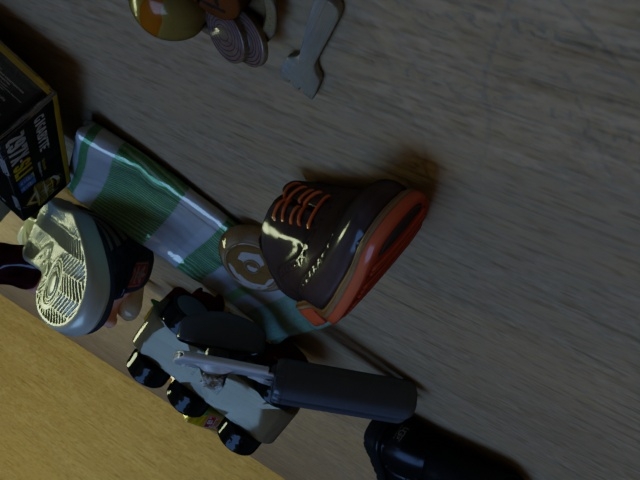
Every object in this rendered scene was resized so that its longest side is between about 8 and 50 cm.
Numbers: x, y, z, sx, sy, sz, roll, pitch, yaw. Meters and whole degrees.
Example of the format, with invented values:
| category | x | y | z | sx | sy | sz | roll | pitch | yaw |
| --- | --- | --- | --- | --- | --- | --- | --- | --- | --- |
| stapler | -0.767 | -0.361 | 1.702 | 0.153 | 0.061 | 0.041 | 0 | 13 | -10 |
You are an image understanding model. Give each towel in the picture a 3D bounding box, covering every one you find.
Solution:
| category | x | y | z | sx | sy | sz | roll | pitch | yaw |
| --- | --- | --- | --- | --- | --- | --- | --- | --- | --- |
| towel | -0.142 | 0.002 | 1.016 | 0.325 | 0.038 | 0.248 | 39 | 160 | -7 |

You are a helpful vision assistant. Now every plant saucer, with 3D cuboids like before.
| category | x | y | z | sx | sy | sz | roll | pitch | yaw |
| --- | --- | --- | --- | --- | --- | --- | --- | --- | --- |
| plant saucer | -0.065 | 0.022 | 0.901 | 0.084 | 0.015 | 0.083 | 12 | 131 | 14 |

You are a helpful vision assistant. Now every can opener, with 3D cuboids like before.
| category | x | y | z | sx | sy | sz | roll | pitch | yaw |
| --- | --- | --- | --- | --- | --- | --- | --- | --- | --- |
| can opener | -0.029 | 0.145 | 1.024 | 0.281 | 0.093 | 0.074 | 14 | 163 | -1 |

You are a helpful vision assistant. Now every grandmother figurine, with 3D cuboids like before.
| category | x | y | z | sx | sy | sz | roll | pitch | yaw |
| --- | --- | --- | --- | --- | --- | --- | --- | --- | --- |
| grandmother figurine | -0.430 | 0.047 | 1.348 | 0.342 | 0.104 | 0.208 | 21 | 153 | -39 |

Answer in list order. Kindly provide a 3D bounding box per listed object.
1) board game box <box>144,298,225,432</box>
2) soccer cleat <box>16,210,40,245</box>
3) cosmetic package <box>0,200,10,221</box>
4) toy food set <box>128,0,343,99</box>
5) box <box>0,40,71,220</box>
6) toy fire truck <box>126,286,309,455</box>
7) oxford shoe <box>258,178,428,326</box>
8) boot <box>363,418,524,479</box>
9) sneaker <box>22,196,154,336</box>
| category | x | y | z | sx | sy | sz | roll | pitch | yaw |
| --- | --- | --- | --- | --- | --- | --- | --- | --- | --- |
| board game box | -0.171 | 0.181 | 1.300 | 0.124 | 0.039 | 0.259 | 29 | -163 | -37 |
| soccer cleat | -0.427 | -0.030 | 1.402 | 0.196 | 0.068 | 0.076 | -5 | 131 | 53 |
| cosmetic package | -0.435 | -0.119 | 1.141 | 0.127 | 0.107 | 0.238 | 38 | 158 | -4 |
| toy food set | -0.081 | -0.152 | 0.535 | 0.192 | 0.038 | 0.132 | 36 | 161 | 1 |
| box | -0.394 | -0.181 | 0.907 | 0.322 | 0.079 | 0.257 | 43 | 159 | 1 |
| toy fire truck | -0.120 | 0.149 | 1.211 | 0.217 | 0.158 | 0.246 | 36 | -157 | -1 |
| oxford shoe | 0.000 | 0.000 | 0.679 | 0.098 | 0.097 | 0.271 | 43 | 161 | 0 |
| boot | 0.173 | 0.328 | 1.151 | 0.207 | 0.094 | 0.246 | 26 | 153 | 38 |
| sneaker | -0.272 | 0.033 | 1.146 | 0.148 | 0.131 | 0.350 | 22 | -171 | -27 |
